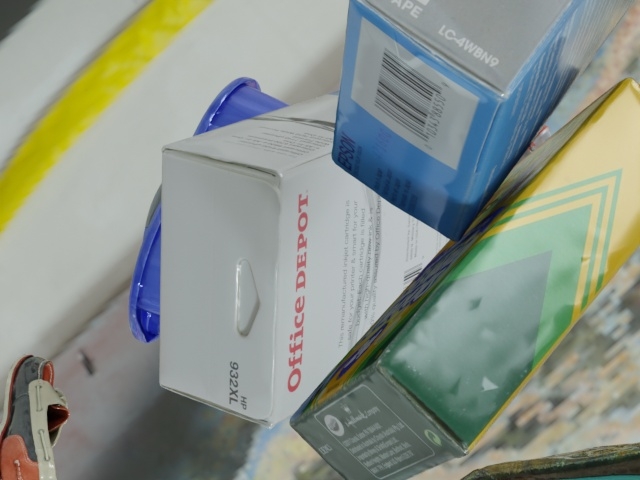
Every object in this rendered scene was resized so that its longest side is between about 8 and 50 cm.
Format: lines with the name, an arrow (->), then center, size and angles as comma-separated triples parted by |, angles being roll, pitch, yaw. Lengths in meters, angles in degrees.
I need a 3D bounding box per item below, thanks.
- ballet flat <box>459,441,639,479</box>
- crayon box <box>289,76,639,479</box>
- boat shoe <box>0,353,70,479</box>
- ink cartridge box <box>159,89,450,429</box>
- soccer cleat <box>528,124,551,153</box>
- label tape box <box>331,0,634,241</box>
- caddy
ballet flat -> 0.231, 0.155, 0.884 | 0.349, 0.123, 0.123 | -10, 173, 33
crayon box -> 0.131, 0.019, 1.076 | 0.323, 0.083, 0.203 | -46, 180, -24
boat shoe -> -0.186, 0.118, 1.039 | 0.043, 0.137, 0.049 | -7, 116, 3
ink cartridge box -> 0.000, 0.000, 1.408 | 0.307, 0.129, 0.223 | -24, 122, -52
soccer cleat -> 0.242, -0.102, 1.714 | 0.029, 0.035, 0.083 | -42, 170, -4
label tape box -> 0.150, -0.195, 0.993 | 0.347, 0.115, 0.249 | -55, 171, -16
caddy -> -0.113, -0.025, 1.868 | 0.241, 0.179, 0.341 | 79, 35, -69
